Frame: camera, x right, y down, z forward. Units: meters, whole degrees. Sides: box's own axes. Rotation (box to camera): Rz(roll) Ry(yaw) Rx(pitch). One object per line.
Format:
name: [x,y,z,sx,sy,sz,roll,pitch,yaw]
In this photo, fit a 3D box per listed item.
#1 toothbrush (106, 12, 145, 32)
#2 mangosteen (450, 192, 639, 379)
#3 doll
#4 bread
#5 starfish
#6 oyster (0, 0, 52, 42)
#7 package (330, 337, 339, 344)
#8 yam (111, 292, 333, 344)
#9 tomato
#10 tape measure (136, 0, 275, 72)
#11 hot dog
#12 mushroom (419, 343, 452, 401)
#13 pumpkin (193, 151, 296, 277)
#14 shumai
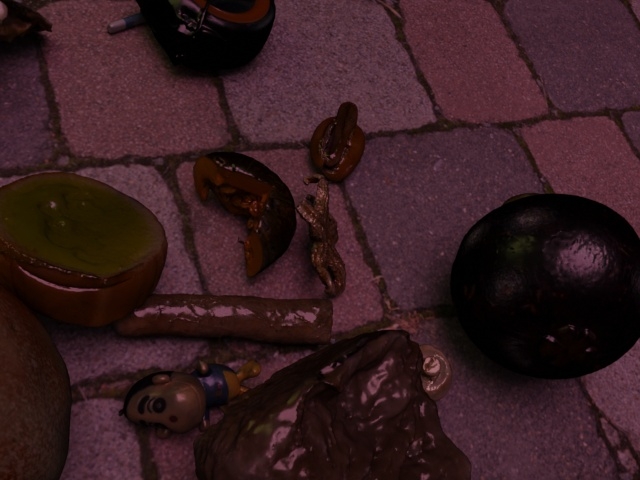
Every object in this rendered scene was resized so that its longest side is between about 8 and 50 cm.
toothbrush: [-0.248,-0.408,1.177,0.275,0.019,0.025,-36,86,-32]
mangosteen: [0.326,0.056,0.973,0.287,0.288,0.288,9,59,-15]
doll: [-0.155,0.192,0.831,0.179,0.102,0.089,-8,22,-19]
bread: [-0.300,0.003,0.836,0.236,0.070,0.236,20,28,-11]
starfish: [0.009,-0.004,0.980,0.150,0.053,0.210,54,21,-35]
oyster: [-0.521,-0.262,0.912,0.237,0.115,0.351,-3,40,2]
package: [0.015,0.188,0.931,0.037,0.015,0.110,26,58,-10]
yam: [-0.126,0.102,0.901,0.299,0.066,0.066,5,60,-17]
tomato: [-0.400,0.168,0.659,0.303,0.239,0.304,9,61,-17]
tape measure: [-0.181,-0.384,1.115,0.222,0.135,0.202,-24,76,-35]
hot dog: [0.033,-0.164,1.113,0.089,0.060,0.140,33,52,-4]
mushroom: [0.145,0.185,0.948,0.083,0.067,0.084,5,66,-12]
pumpkin: [-0.095,-0.051,0.968,0.107,0.119,0.184,-26,78,-28]
shumai: [0.042,0.264,0.770,0.283,0.217,0.346,61,31,2]
